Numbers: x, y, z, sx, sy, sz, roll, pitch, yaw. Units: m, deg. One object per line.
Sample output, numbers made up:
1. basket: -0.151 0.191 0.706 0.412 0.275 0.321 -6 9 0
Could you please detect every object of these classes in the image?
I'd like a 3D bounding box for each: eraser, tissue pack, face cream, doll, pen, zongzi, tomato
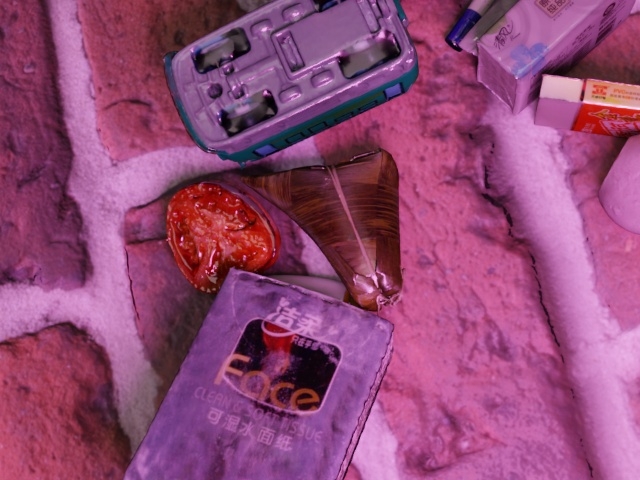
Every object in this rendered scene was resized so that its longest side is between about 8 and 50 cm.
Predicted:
1. eraser: 0.415 -0.176 1.141 0.230 0.157 0.038 10 86 13
2. tissue pack: 0.319 -0.321 1.184 0.229 0.159 0.145 -43 75 2
3. face cream: -0.019 0.089 1.241 0.182 0.051 0.072 6 80 13
4. doll: 0.520 -0.033 1.104 0.287 0.151 0.151 32 88 14
5. tissue pack: -0.075 0.235 1.096 0.259 0.122 0.361 20 63 11
6. pen: 0.277 -0.408 1.272 0.033 0.033 0.269 34 89 15
7. zongzi: 0.000 0.000 1.204 0.241 0.111 0.247 -7 64 11
8. tomato: -0.143 -0.013 1.266 0.166 0.082 0.174 -31 82 17

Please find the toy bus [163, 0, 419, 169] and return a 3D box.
1. toy bus: -0.032 -0.247 1.222 0.343 0.199 0.183 -23 80 7
